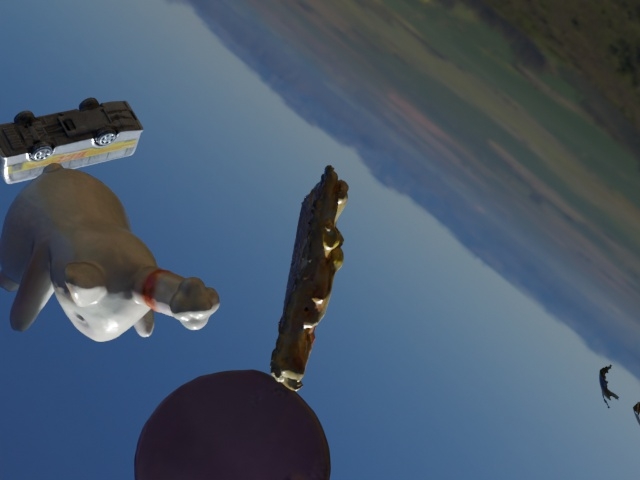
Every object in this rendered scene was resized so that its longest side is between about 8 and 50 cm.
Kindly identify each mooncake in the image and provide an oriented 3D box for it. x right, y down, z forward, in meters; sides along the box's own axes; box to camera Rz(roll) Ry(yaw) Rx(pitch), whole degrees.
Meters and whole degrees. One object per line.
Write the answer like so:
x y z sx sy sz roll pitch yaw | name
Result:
0.309 0.261 1.191 0.150 0.057 0.347 -110 13 -61 | mooncake

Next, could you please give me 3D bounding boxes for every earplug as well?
-0.104 0.334 1.387 0.215 0.215 0.456 41 159 16 | earplug

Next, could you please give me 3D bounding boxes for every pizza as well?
0.000 0.000 0.839 0.036 0.176 0.184 14 -141 -5 | pizza

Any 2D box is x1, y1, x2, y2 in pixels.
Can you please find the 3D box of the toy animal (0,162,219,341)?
-0.208 0.037 1.011 0.140 0.138 0.282 -3 -150 -31 | toy animal

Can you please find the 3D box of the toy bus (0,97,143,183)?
-0.321 -0.127 1.381 0.190 0.075 0.064 -18 -116 -31 | toy bus
